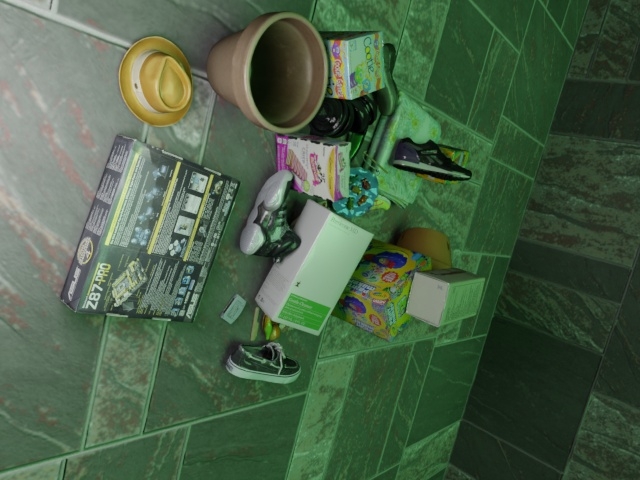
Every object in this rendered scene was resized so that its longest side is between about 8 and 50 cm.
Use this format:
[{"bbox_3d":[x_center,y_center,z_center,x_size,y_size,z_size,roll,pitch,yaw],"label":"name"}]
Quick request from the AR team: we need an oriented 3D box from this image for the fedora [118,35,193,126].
[{"bbox_3d":[-0.345,-0.348,1.080,0.194,0.079,0.194,-22,121,-43],"label":"fedora"}]

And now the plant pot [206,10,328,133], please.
[{"bbox_3d":[-0.148,-0.400,1.167,0.263,0.229,0.263,-22,121,-43],"label":"plant pot"}]

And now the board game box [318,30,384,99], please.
[{"bbox_3d":[0.015,-0.469,1.290,0.142,0.275,0.144,-32,127,-38],"label":"board game box"}]

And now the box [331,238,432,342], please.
[{"bbox_3d":[0.196,0.159,1.705,0.279,0.290,0.177,-40,132,-33],"label":"box"}]

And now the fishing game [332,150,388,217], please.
[{"bbox_3d":[0.123,-0.157,1.659,0.264,0.041,0.189,-50,125,2],"label":"fishing game"}]

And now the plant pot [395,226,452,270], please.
[{"bbox_3d":[0.416,0.077,2.011,0.291,0.291,0.203,40,57,-49],"label":"plant pot"}]

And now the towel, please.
[{"bbox_3d":[0.310,-0.331,1.839,0.320,0.090,0.374,19,91,-52],"label":"towel"}]

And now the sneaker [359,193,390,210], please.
[{"bbox_3d":[0.171,-0.136,1.773,0.208,0.081,0.094,18,92,-40],"label":"sneaker"}]

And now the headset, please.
[{"bbox_3d":[0.052,-0.406,1.506,0.243,0.185,0.394,-27,140,-45],"label":"headset"}]

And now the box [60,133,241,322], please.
[{"bbox_3d":[-0.387,-0.009,1.163,0.318,0.097,0.395,17,93,-53],"label":"box"}]

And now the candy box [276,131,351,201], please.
[{"bbox_3d":[-0.025,-0.214,1.385,0.071,0.233,0.159,-22,121,-43],"label":"candy box"}]

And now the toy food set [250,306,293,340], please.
[{"bbox_3d":[-0.140,0.266,1.608,0.192,0.038,0.132,-6,110,-48],"label":"toy food set"}]

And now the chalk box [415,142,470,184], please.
[{"bbox_3d":[0.483,-0.297,1.884,0.213,0.132,0.132,-13,121,-51],"label":"chalk box"}]

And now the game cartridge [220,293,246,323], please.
[{"bbox_3d":[-0.260,0.207,1.464,0.083,0.017,0.056,-56,135,-17],"label":"game cartridge"}]

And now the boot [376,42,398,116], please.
[{"bbox_3d":[0.172,-0.529,1.617,0.161,0.083,0.246,-20,115,-35],"label":"boot"}]

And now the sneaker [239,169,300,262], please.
[{"bbox_3d":[-0.119,-0.065,1.423,0.153,0.101,0.268,25,91,-35],"label":"sneaker"}]

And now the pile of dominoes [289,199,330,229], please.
[{"bbox_3d":[0.000,0.000,1.611,0.196,0.040,0.251,-46,134,-23],"label":"pile of dominoes"}]

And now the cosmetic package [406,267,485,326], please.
[{"bbox_3d":[0.430,0.185,1.657,0.296,0.129,0.153,1,105,-51],"label":"cosmetic package"}]

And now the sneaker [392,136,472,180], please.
[{"bbox_3d":[0.406,-0.291,1.718,0.107,0.283,0.124,-174,-82,-86],"label":"sneaker"}]

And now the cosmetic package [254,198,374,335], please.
[{"bbox_3d":[-0.022,0.083,1.511,0.197,0.155,0.365,24,97,-35],"label":"cosmetic package"}]

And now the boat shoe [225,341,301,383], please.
[{"bbox_3d":[-0.162,0.383,1.576,0.306,0.113,0.105,23,102,-42],"label":"boat shoe"}]
